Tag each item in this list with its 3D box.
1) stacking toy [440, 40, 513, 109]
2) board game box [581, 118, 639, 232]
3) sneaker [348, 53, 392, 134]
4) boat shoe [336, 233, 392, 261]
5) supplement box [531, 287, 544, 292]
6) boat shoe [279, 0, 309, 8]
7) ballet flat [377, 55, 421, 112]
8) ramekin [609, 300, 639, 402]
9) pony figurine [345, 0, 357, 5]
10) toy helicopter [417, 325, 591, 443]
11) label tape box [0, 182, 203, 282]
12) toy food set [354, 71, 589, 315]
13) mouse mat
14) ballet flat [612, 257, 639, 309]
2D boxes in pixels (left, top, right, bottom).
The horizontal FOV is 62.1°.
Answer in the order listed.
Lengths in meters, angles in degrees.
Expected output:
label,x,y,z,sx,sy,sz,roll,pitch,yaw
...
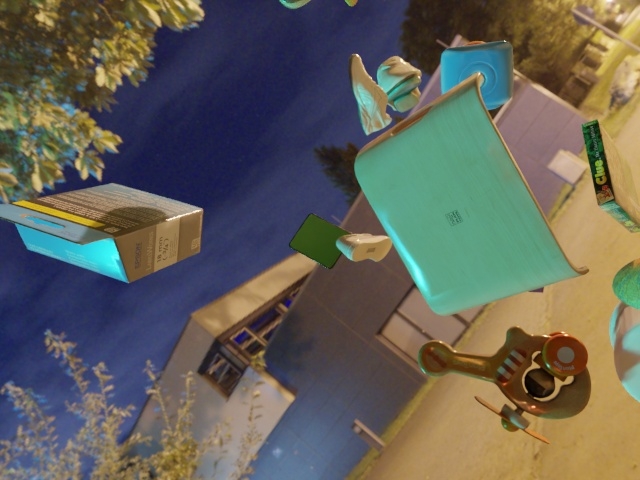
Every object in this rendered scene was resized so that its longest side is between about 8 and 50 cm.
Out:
label,x,y,z,sx,sy,sz,roll,pitch,yaw
stacking toy,0.414,-0.475,1.434,0.302,0.175,0.166,-71,-25,-55
board game box,0.499,-0.099,0.898,0.030,0.136,0.259,-18,-21,36
sneaker,0.091,-0.278,0.997,0.061,0.152,0.054,-17,29,7
boat shoe,0.100,0.011,1.210,0.184,0.063,0.066,-10,-51,-52
supplement box,0.599,0.099,1.486,0.083,0.043,0.055,-73,-19,-52
boat shoe,0.021,-0.723,1.315,0.342,0.123,0.123,-36,-1,9
ballet flat,0.231,-0.485,1.622,0.139,0.139,0.400,-55,-8,11
ramekin,0.737,0.228,1.074,0.135,0.277,0.277,-40,-17,-50
pony figurine,0.145,-0.517,0.645,0.363,0.351,0.302,-11,0,32
toy helicopter,0.385,0.297,1.145,0.140,0.354,0.235,17,-100,-69
label tape box,-0.414,-0.013,0.993,0.333,0.240,0.106,-32,-46,-65
toy food set,0.206,-0.048,0.761,0.219,0.306,0.092,-27,5,42
mouse mat,0.000,0.000,1.868,0.153,0.189,0.007,-56,-23,-14
ballet flat,0.588,0.054,0.738,0.123,0.348,0.123,-6,-81,-44
